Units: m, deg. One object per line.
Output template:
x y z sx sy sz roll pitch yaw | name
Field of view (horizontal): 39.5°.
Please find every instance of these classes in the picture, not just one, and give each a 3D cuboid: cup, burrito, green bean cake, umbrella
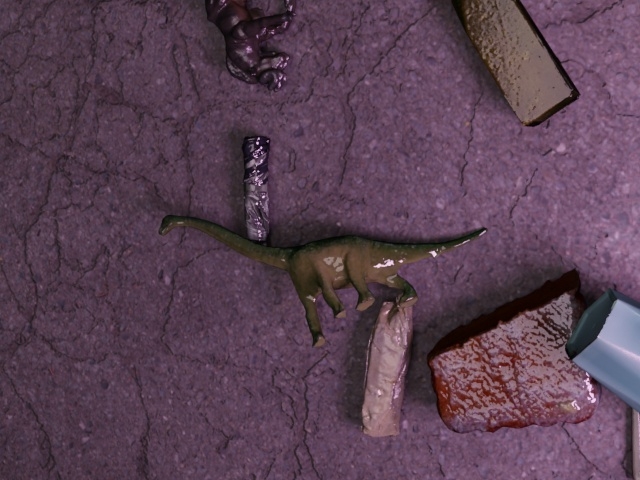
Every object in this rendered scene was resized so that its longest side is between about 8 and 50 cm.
0.433 0.168 1.119 0.236 0.134 0.148 31 102 2 | cup
0.103 0.187 1.335 0.063 0.058 0.229 10 99 22 | burrito
0.268 0.162 1.248 0.233 0.097 0.198 -14 90 21 | green bean cake
-0.101 -0.070 1.395 0.046 0.050 0.188 1 95 -8 | umbrella

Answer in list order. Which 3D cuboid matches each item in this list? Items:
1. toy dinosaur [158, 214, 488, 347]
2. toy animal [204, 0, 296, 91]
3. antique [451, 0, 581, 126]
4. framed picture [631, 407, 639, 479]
0.000 0.000 1.348 0.447 0.087 0.300 -23 55 -5 | toy dinosaur
-0.118 -0.342 1.363 0.148 0.084 0.232 -40 84 20 | toy animal
0.261 -0.268 1.224 0.081 0.080 0.220 -34 83 21 | antique
0.578 0.215 1.175 0.325 0.020 0.240 -2 94 21 | framed picture
